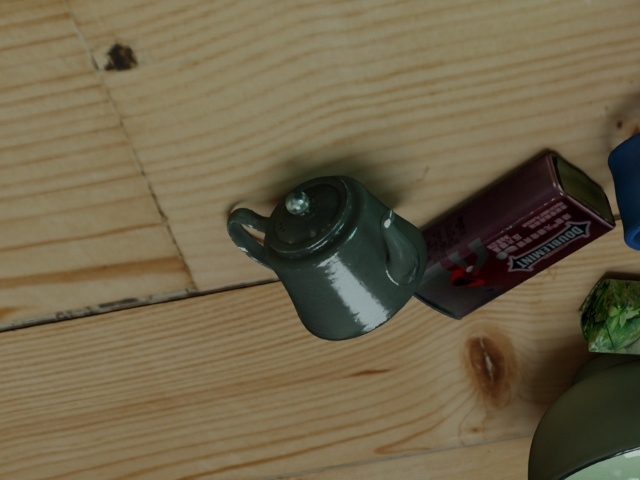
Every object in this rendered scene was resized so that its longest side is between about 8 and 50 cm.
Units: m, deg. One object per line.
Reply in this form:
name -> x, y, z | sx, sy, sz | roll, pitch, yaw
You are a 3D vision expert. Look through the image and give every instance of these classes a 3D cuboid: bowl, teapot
bowl -> 0.429, 0.256, 1.855 | 0.354, 0.185, 0.354 | -4, 146, -3
teapot -> 0.000, 0.000, 1.501 | 0.239, 0.162, 0.149 | 2, 145, 42

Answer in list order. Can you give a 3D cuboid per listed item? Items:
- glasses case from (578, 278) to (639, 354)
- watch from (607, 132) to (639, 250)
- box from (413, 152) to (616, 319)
glasses case -> 0.465, 0.096, 1.761 | 0.272, 0.062, 0.095 | 5, 136, -16
watch -> 0.405, -0.069, 1.469 | 0.196, 0.171, 0.200 | 11, 154, -24
box -> 0.204, -0.002, 1.586 | 0.224, 0.069, 0.120 | -33, 136, 28
